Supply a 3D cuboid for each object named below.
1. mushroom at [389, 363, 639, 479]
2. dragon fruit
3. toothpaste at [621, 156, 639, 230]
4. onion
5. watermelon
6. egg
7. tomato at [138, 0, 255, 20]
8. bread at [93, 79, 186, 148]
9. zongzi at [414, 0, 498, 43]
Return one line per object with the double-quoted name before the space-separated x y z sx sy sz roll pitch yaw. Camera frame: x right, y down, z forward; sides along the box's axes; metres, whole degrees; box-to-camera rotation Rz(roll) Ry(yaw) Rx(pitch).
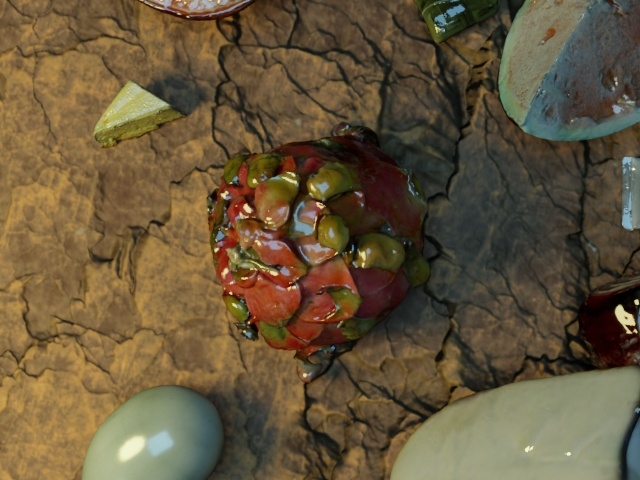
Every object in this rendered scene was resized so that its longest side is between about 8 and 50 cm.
"mushroom" 0.297 0.330 1.715 0.397 0.313 0.224 -13 50 37
"dragon fruit" 0.000 0.000 1.743 0.296 0.263 0.314 -23 82 3
"toothpaste" 0.561 -0.063 1.789 0.323 0.066 0.100 0 85 12
"onion" 0.445 0.129 1.707 0.207 0.216 0.206 -26 86 13
"watermelon" 0.343 -0.256 1.771 0.224 0.180 0.305 29 86 20
"egg" -0.224 0.279 1.796 0.209 0.151 0.151 -34 81 9
"tomato" -0.166 -0.456 1.872 0.338 0.144 0.338 0 88 8
"bread" -0.256 -0.160 1.879 0.080 0.084 0.109 35 89 11
"zongzi" 0.180 -0.340 1.871 0.104 0.052 0.113 -26 69 -4
